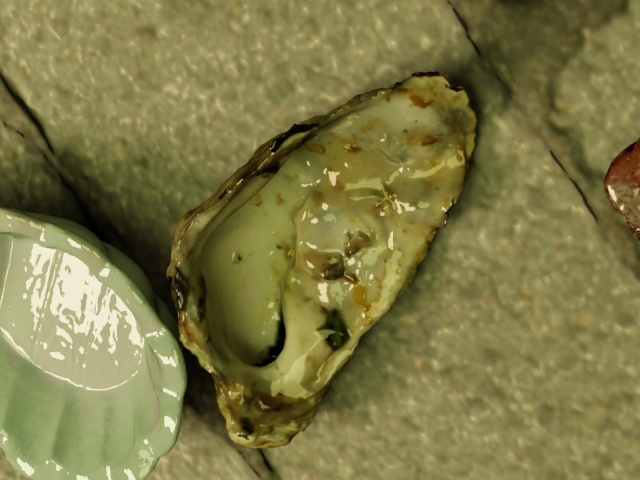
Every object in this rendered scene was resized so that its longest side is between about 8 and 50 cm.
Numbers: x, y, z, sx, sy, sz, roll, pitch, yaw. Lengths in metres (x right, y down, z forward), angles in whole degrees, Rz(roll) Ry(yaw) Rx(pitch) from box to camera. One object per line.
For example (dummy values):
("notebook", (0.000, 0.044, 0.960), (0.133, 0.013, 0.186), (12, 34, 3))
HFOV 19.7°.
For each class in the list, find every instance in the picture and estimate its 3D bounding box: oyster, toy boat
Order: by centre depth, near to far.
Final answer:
("oyster", (0.004, 0.002, 1.214), (0.166, 0.094, 0.294), (42, 112, -12))
("toy boat", (-0.203, 0.057, 1.321), (0.290, 0.100, 0.199), (27, 117, 16))

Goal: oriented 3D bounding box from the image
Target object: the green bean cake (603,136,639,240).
("green bean cake", (0.253, -0.027, 1.079), (0.135, 0.056, 0.136), (-40, 86, 30))
